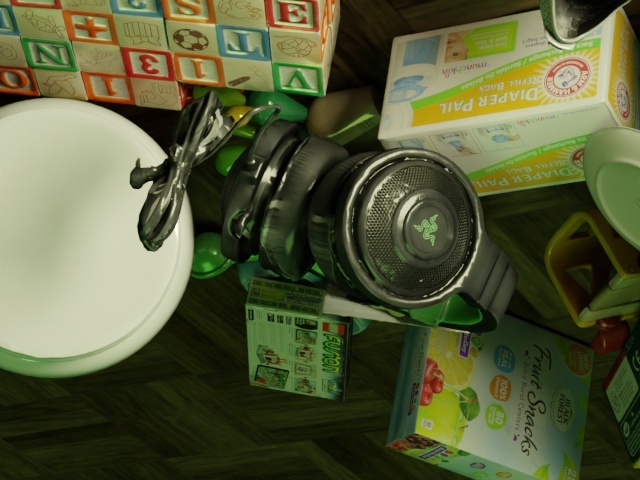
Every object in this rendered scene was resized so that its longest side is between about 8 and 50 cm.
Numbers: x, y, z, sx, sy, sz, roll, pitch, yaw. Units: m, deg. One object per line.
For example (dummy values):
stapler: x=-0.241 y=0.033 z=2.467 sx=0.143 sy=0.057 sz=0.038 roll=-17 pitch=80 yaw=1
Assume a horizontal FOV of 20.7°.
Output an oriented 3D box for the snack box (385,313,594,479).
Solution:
snack box: x=0.186 y=0.168 z=1.886 sx=0.207 sy=0.174 sz=0.070 roll=22 pitch=151 yaw=-21

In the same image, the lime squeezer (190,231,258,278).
lime squeezer: x=-0.137 y=-0.010 z=1.819 sx=0.310 sy=0.059 sz=0.110 roll=15 pitch=119 yaw=-6

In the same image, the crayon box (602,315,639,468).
crayon box: x=0.458 y=0.068 z=1.606 sx=0.313 sy=0.106 sz=0.363 roll=-11 pitch=152 yaw=-12

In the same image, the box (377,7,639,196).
box: x=0.165 y=-0.115 z=1.473 sx=0.203 sy=0.114 sz=0.103 roll=-9 pitch=144 yaw=26

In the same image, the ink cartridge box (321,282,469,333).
ink cartridge box: x=0.081 y=0.036 z=1.692 sx=0.145 sy=0.179 sz=0.045 roll=8 pitch=130 yaw=3

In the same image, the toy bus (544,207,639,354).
toy bus: x=0.311 y=0.009 z=1.645 sx=0.191 sy=0.104 sz=0.202 roll=-29 pitch=155 yaw=7

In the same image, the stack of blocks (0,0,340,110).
stack of blocks: x=-0.136 y=-0.192 z=1.457 sx=0.297 sy=0.087 sz=0.171 roll=6 pitch=150 yaw=7

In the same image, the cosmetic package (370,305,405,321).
cosmetic package: x=0.062 y=0.039 z=1.836 sx=0.060 sy=0.041 sz=0.115 roll=-11 pitch=144 yaw=31

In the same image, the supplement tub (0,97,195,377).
supplement tub: x=-0.237 y=0.001 z=1.564 sx=0.241 sy=0.241 sz=0.331 roll=14 pitch=175 yaw=-8

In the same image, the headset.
headset: x=0.000 y=0.000 z=1.448 sx=0.243 sy=0.185 sz=0.394 roll=15 pitch=163 yaw=39

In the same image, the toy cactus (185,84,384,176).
toy cactus: x=-0.026 y=-0.092 z=1.600 sx=0.180 sy=0.112 sz=0.219 roll=-20 pitch=131 yaw=26

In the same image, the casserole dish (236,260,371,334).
casserole dish: x=-0.016 y=0.058 z=1.898 sx=0.114 sy=0.037 sz=0.188 roll=-10 pitch=145 yaw=31

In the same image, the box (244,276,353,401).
box: x=-0.023 y=0.111 z=1.915 sx=0.114 sy=0.036 sz=0.207 roll=10 pitch=152 yaw=4

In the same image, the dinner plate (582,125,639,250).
dinner plate: x=0.259 y=-0.029 z=1.387 sx=0.141 sy=0.017 sz=0.141 roll=37 pitch=152 yaw=24

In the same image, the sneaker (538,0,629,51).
sneaker: x=0.239 y=-0.233 z=1.248 sx=0.105 sy=0.115 sz=0.281 roll=16 pitch=149 yaw=-10
